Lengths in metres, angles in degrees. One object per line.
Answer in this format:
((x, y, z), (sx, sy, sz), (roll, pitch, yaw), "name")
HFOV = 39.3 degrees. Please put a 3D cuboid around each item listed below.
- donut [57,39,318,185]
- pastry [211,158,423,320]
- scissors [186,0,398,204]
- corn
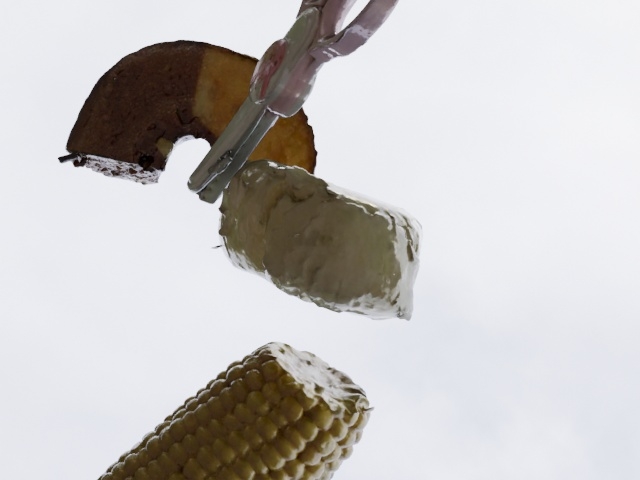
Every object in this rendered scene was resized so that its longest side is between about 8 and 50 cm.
((-0.104, -0.098, 0.816), (0.217, 0.085, 0.141), (16, -100, 0), "donut")
((0.000, 0.000, 0.652), (0.165, 0.166, 0.088), (20, -88, 23), "pastry")
((-0.025, -0.119, 0.638), (0.242, 0.030, 0.118), (-50, -148, 27), "scissors")
((-0.129, 0.229, 0.702), (0.387, 0.144, 0.144), (-46, -119, -6), "corn")
